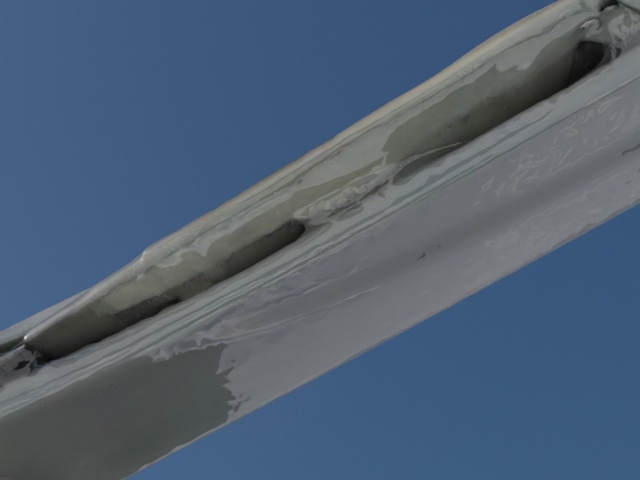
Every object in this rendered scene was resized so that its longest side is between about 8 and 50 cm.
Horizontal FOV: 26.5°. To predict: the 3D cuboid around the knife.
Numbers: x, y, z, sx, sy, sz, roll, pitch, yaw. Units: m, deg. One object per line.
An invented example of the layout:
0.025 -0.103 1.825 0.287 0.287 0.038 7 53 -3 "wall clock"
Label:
0.000 0.002 0.350 0.265 0.041 0.073 -29 -32 -2 "knife"
